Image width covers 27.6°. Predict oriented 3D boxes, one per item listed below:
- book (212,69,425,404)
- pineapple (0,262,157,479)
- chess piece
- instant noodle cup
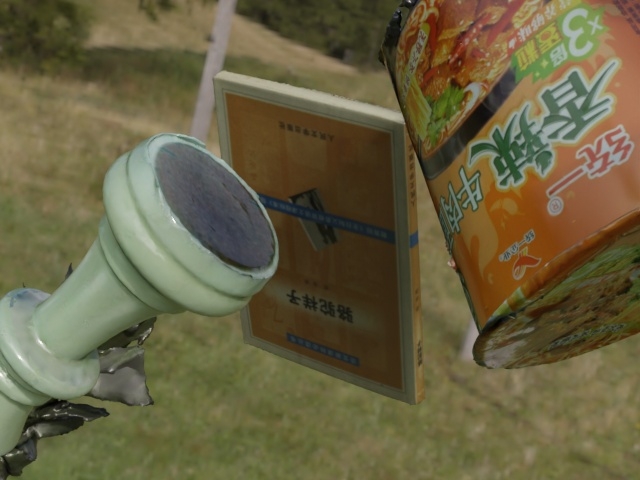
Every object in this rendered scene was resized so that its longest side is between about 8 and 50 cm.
[{"bbox_3d":[-0.001,0.000,0.966,0.170,0.241,0.018,17,38,32],"label":"book"},{"bbox_3d":[-0.239,0.147,0.981,0.130,0.277,0.119,44,22,-2],"label":"pineapple"},{"bbox_3d":[-0.084,0.031,0.412,0.059,0.149,0.059,43,22,-22],"label":"chess piece"},{"bbox_3d":[0.146,-0.063,0.679,0.230,0.230,0.182,0,58,-51],"label":"instant noodle cup"}]
